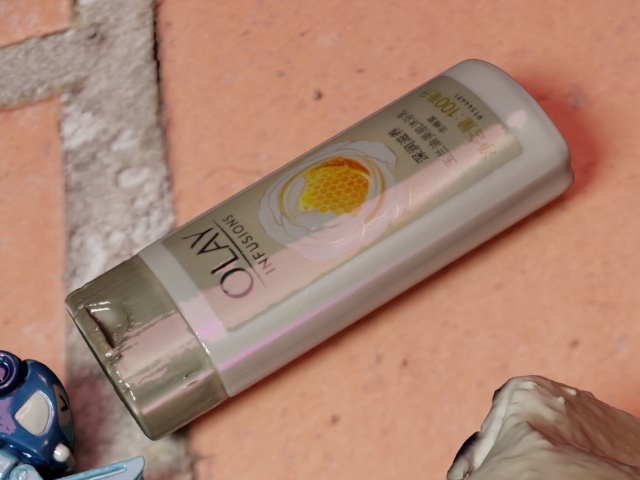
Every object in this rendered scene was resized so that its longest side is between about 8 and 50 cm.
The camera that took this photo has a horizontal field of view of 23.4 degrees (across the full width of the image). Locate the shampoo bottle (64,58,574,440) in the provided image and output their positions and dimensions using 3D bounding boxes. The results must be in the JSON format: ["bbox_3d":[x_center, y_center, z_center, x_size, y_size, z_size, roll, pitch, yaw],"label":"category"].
[{"bbox_3d":[0.000,0.000,0.702,0.227,0.056,0.086,-30,48,-10],"label":"shampoo bottle"}]

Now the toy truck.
[{"bbox_3d":[-0.118,0.096,0.661,0.090,0.056,0.073,27,66,18],"label":"toy truck"}]

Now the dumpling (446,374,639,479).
[{"bbox_3d":[0.117,0.158,0.479,0.227,0.175,0.243,23,70,-3],"label":"dumpling"}]
